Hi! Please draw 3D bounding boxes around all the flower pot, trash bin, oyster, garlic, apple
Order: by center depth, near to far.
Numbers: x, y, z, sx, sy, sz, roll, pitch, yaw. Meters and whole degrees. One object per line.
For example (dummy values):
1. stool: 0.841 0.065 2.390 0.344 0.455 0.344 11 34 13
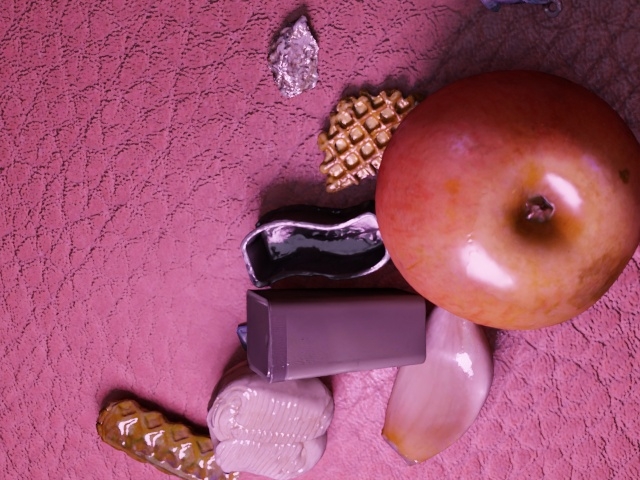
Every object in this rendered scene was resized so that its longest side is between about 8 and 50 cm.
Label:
1. apple: 0.256 -0.050 1.305 0.363 0.364 0.364 3 107 9
2. trash bin: 0.021 0.133 1.448 0.240 0.164 0.122 -2 93 -15
3. oyster: -0.038 -0.271 1.451 0.098 0.037 0.100 -31 99 17
4. flower pot: 0.000 0.000 1.489 0.229 0.108 0.103 -6 105 10
5. garlic: 0.190 0.229 1.520 0.143 0.112 0.318 29 116 15

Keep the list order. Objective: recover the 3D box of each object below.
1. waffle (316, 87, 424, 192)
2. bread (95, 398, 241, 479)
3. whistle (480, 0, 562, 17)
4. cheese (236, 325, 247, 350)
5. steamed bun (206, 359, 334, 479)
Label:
1. waffle: 0.090 -0.149 1.461 0.191 0.046 0.161 2 104 7
2. bread: -0.255 0.349 1.646 0.269 0.098 0.087 24 70 2
3. whistle: 0.217 -0.442 1.316 0.133 0.142 0.346 -35 86 -18
4. cheese: -0.069 0.145 1.579 0.145 0.038 0.095 -18 101 21
5. steamed bun: -0.090 0.273 1.569 0.217 0.144 0.211 10 122 -23
